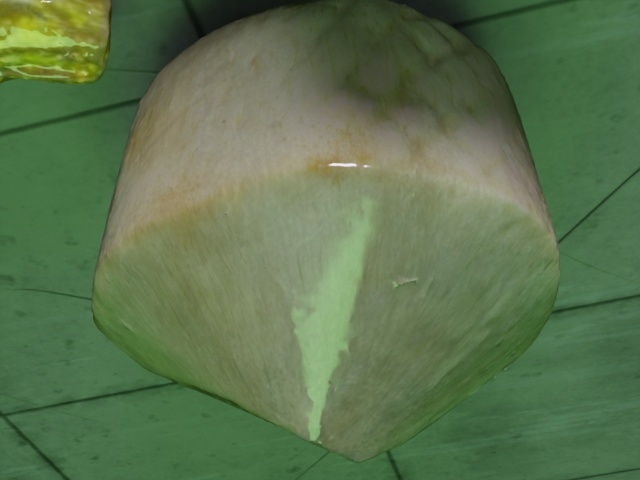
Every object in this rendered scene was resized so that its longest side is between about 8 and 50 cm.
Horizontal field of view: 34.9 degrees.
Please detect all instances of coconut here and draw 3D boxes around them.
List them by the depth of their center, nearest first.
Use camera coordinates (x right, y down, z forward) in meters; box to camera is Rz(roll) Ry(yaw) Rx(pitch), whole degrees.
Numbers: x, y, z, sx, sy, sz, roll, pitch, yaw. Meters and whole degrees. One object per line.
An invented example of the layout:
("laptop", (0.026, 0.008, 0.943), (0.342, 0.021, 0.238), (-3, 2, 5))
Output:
("coconut", (0.000, 0.000, 0.871), (0.416, 0.415, 0.344), (-21, 139, 19))

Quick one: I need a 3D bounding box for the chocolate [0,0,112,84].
("chocolate", (-0.393, -0.189, 0.806), (0.446, 0.162, 0.162), (8, 139, -16))
